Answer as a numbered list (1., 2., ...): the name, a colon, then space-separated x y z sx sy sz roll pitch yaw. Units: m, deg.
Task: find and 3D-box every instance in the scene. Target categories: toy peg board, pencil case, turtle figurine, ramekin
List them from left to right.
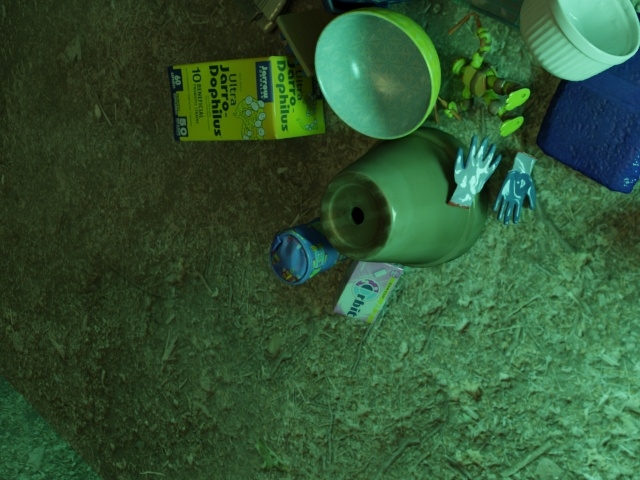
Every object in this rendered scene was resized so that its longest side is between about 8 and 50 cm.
1. toy peg board: -0.016 -0.447 1.873 0.161 0.161 0.079 61 145 11
2. pencil case: 0.000 0.000 1.868 0.133 0.306 0.119 44 123 13
3. turtle figurine: 0.334 -0.313 1.659 0.217 0.087 0.269 53 142 35
4. ramekin: 0.445 -0.379 1.402 0.109 0.207 0.207 -36 78 52

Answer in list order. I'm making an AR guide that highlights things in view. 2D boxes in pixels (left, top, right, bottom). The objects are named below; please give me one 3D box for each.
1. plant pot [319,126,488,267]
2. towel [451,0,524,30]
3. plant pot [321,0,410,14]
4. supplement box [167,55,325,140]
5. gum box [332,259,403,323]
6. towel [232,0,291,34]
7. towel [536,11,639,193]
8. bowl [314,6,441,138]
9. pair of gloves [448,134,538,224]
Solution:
1. plant pot: 0.157 -0.074 1.737 0.323 0.280 0.323 11 108 36
2. towel: 0.394 -0.553 1.466 0.271 0.040 0.370 30 141 15
3. plant pot: 0.107 -0.602 1.684 0.212 0.236 0.235 -19 88 46
4. supplement box: -0.186 -0.352 2.000 0.357 0.195 0.194 4 104 38
5. gum box: 0.110 0.108 1.925 0.107 0.062 0.188 20 120 -11
6. towel: -0.148 -0.720 1.970 0.312 0.056 0.324 50 127 18
7. towel: 0.557 -0.267 1.506 0.228 0.076 0.308 39 123 34
8. bowl: 0.148 -0.378 1.725 0.290 0.156 0.289 23 134 26
9. pair of gloves: 0.362 -0.123 1.657 0.198 0.023 0.159 17 98 -10
